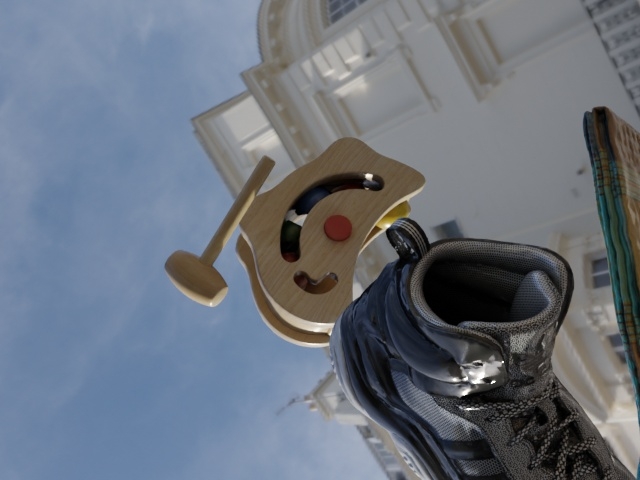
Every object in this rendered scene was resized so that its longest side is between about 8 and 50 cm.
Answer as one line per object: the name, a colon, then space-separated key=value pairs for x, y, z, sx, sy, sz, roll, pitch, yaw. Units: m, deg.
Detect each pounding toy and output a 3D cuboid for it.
pounding toy: x=0.000 y=0.000 z=0.706 sx=0.270 sy=0.155 sz=0.154 roll=-38 pitch=-104 yaw=-23

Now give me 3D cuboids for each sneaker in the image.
sneaker: x=0.117 y=0.100 z=0.408 sx=0.269 sy=0.153 sz=0.101 roll=41 pitch=-123 yaw=20

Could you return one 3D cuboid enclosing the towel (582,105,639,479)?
towel: x=0.361 y=0.066 z=0.759 sx=0.272 sy=0.040 sz=0.369 roll=15 pitch=-114 yaw=-47
